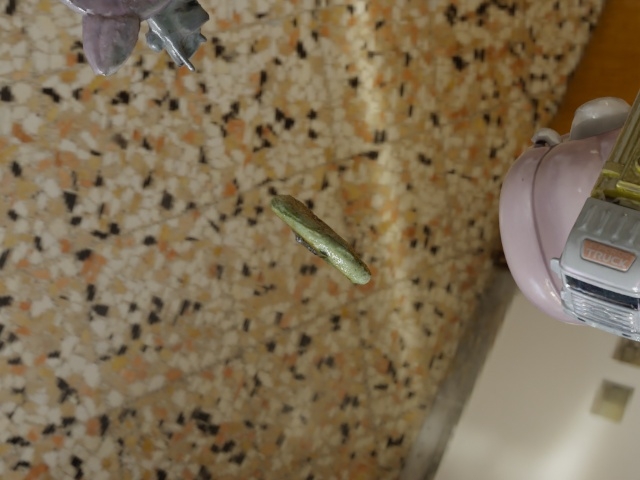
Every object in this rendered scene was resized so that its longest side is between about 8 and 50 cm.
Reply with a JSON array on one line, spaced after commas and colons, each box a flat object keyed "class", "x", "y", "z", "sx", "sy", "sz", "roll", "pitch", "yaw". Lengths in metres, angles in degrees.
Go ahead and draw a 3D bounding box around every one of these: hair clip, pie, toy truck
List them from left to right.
[{"class": "hair clip", "x": -0.126, "y": -0.198, "z": 0.758, "sx": 0.146, "sy": 0.056, "sz": 0.187, "roll": -39, "pitch": 117, "yaw": -17}, {"class": "pie", "x": 0.000, "y": 0.000, "z": 0.735, "sx": 0.021, "sy": 0.084, "sz": 0.084, "roll": -49, "pitch": 129, "yaw": 2}, {"class": "toy truck", "x": 0.147, "y": -0.022, "z": 0.500, "sx": 0.123, "sy": 0.052, "sz": 0.063, "roll": -59, "pitch": 149, "yaw": -19}]

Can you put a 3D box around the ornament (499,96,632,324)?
[{"class": "ornament", "x": 0.216, "y": -0.026, "z": 0.828, "sx": 0.177, "sy": 0.177, "sz": 0.178, "roll": -9, "pitch": 105, "yaw": -39}]
